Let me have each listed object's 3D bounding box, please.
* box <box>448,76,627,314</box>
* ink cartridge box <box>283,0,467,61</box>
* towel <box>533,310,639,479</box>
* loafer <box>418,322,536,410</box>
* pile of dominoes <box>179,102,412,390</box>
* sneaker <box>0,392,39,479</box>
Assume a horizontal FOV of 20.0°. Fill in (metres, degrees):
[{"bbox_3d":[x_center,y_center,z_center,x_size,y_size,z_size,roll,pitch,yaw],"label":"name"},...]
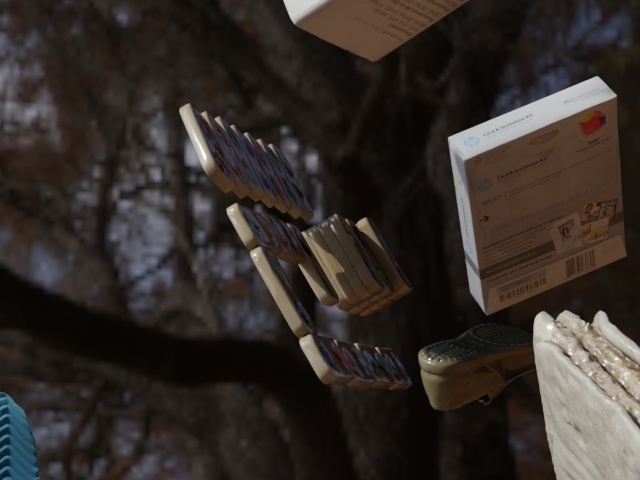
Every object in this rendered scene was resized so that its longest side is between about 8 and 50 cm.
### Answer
[{"bbox_3d":[0.190,-0.036,1.570,0.145,0.038,0.186,-23,-46,-10],"label":"box"},{"bbox_3d":[0.059,-0.211,0.947,0.203,0.148,0.086,-32,-24,24],"label":"ink cartridge box"},{"bbox_3d":[0.190,0.164,0.875,0.049,0.282,0.187,-24,-52,-11],"label":"towel"},{"bbox_3d":[0.128,0.101,1.452,0.148,0.050,0.056,-7,22,-44],"label":"loafer"},{"bbox_3d":[0.000,0.000,1.145,0.040,0.196,0.251,-32,-12,9],"label":"pile of dominoes"},{"bbox_3d":[-0.216,0.199,1.067,0.087,0.229,0.092,7,-19,-17],"label":"sneaker"}]
